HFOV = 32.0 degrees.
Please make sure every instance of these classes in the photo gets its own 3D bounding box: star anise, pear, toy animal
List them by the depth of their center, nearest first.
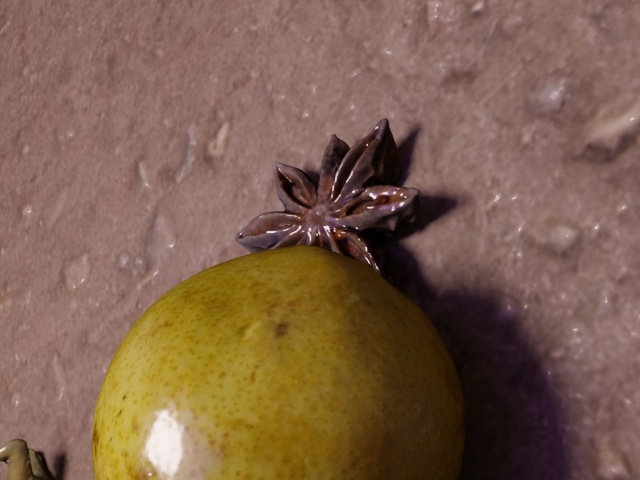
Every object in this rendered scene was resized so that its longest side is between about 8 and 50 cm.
[{"bbox_3d":[-0.043,0.164,0.917,0.304,0.304,0.304,-14,69,39],"label":"pear"},{"bbox_3d":[-0.001,-0.001,1.088,0.262,0.081,0.230,-49,50,6],"label":"star anise"},{"bbox_3d":[-0.393,0.337,1.331,0.218,0.103,0.101,-41,78,5],"label":"toy animal"}]
